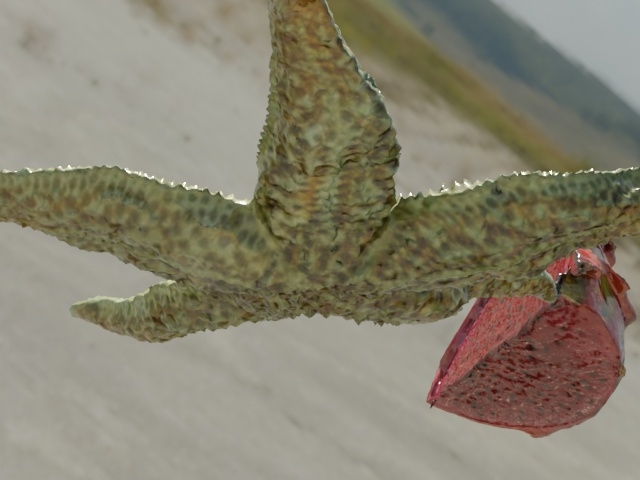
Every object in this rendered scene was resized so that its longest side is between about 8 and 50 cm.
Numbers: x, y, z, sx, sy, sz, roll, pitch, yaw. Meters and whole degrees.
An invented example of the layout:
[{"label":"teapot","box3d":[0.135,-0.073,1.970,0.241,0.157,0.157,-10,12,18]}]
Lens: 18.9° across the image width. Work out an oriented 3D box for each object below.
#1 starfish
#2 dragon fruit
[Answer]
[{"label":"starfish","box3d":[-0.001,0.003,0.927,0.347,0.358,0.078,13,60,-32]},{"label":"dragon fruit","box3d":[0.219,0.064,1.720,0.126,0.274,0.161,26,54,-11]}]
